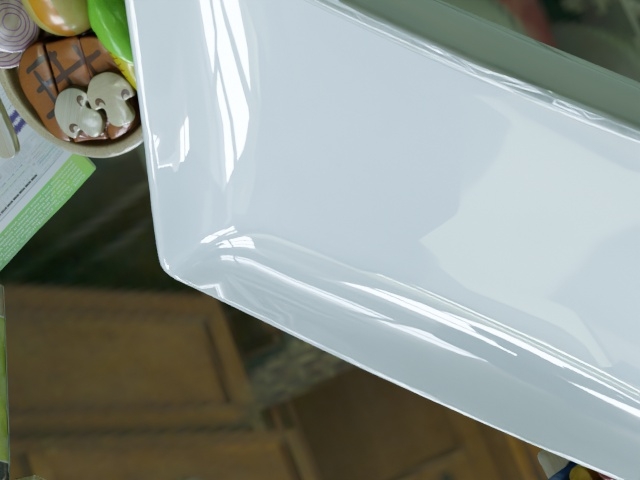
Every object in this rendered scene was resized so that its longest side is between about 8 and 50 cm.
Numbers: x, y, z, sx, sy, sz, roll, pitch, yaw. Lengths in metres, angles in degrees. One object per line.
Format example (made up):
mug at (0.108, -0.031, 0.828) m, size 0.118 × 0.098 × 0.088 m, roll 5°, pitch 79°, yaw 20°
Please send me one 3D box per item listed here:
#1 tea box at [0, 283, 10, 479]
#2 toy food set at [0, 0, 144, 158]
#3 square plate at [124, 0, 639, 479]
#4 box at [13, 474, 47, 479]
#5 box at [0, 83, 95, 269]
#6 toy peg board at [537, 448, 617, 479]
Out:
tea box at (-0.514, 0.185, 1.936) m, size 0.220 × 0.323 × 0.329 m, roll -22°, pitch 151°, yaw 36°
toy food set at (-0.149, -0.107, 1.095) m, size 0.192 × 0.132 × 0.038 m, roll -11°, pitch -162°, yaw 33°
square plate at (0.077, -0.003, 0.860) m, size 0.347 × 0.344 × 0.049 m, roll 93°, pitch 23°, yaw -65°
box at (-0.151, 0.268, 1.218) m, size 0.021 × 0.201 × 0.164 m, roll -14°, pitch 156°, yaw 14°
box at (-0.314, -0.033, 1.518) m, size 0.232 × 0.058 × 0.322 m, roll -48°, pitch 164°, yaw -6°
toy peg board at (0.256, 0.224, 1.509) m, size 0.160 × 0.161 × 0.079 m, roll -32°, pitch 174°, yaw 40°
